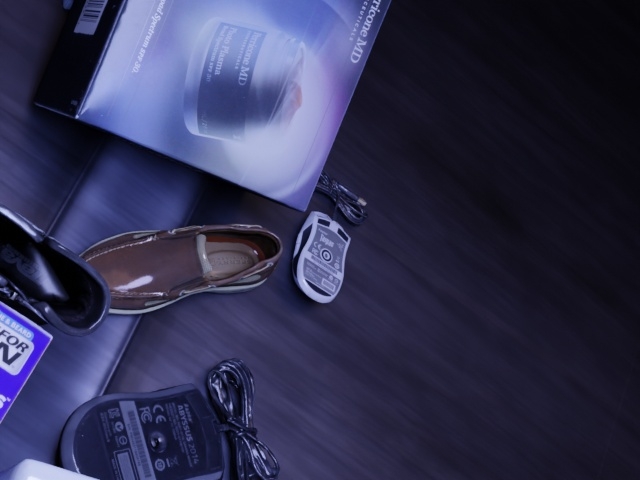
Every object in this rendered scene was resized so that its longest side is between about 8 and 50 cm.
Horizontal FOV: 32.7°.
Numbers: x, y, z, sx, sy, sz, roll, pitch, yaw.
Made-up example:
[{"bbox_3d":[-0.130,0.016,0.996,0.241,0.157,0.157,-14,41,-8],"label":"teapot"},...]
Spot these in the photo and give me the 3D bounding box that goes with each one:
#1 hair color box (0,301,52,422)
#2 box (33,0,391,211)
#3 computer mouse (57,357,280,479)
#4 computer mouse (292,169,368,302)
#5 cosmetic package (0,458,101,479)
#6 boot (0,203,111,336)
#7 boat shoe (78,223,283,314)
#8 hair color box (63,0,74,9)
[{"bbox_3d":[-0.383,0.212,0.943,0.110,0.185,0.339,36,55,-17],"label":"hair color box"},{"bbox_3d":[-0.113,-0.226,1.226,0.294,0.182,0.296,21,91,-32],"label":"box"},{"bbox_3d":[-0.171,0.227,1.160,0.272,0.072,0.188,3,66,-46],"label":"computer mouse"},{"bbox_3d":[0.000,0.000,1.386,0.106,0.042,0.193,35,49,-23],"label":"computer mouse"},{"bbox_3d":[-0.192,0.433,0.888,0.329,0.327,0.394,24,58,-24],"label":"cosmetic package"},{"bbox_3d":[-0.355,-0.025,1.020,0.338,0.222,0.118,28,78,-17],"label":"boot"},{"bbox_3d":[-0.157,0.019,1.234,0.257,0.095,0.095,-11,77,-37],"label":"boat shoe"},{"bbox_3d":[-0.218,-0.457,1.384,0.185,0.113,0.374,9,65,-30],"label":"hair color box"}]
